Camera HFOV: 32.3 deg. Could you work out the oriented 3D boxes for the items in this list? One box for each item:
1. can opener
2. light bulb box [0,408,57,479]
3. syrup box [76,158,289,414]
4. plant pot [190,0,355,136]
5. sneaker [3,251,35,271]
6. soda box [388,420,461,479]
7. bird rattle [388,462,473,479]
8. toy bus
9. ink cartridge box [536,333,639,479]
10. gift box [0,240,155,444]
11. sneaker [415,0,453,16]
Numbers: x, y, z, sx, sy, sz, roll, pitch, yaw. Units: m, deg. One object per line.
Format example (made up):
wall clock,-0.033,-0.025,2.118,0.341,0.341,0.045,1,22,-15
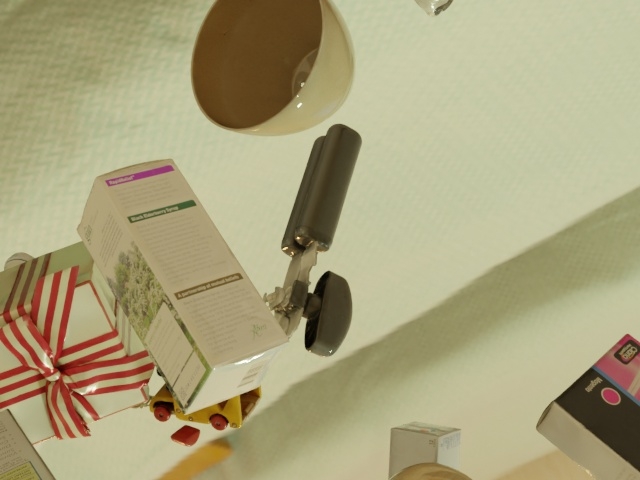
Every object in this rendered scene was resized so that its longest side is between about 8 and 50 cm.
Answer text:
can opener,0.000,0.000,1.259,0.093,0.280,0.074,23,153,-21
light bulb box,-0.476,0.443,1.408,0.358,0.361,0.225,-28,114,-20
syrup box,-0.140,0.041,1.089,0.096,0.237,0.093,-17,153,-36
plant pot,-0.051,-0.293,1.853,0.284,0.284,0.191,-36,148,25
sneaker,-0.527,0.131,2.201,0.258,0.091,0.094,35,122,-18
soda box,0.132,0.349,1.434,0.074,0.216,0.069,4,-178,33
bird rattle,0.123,0.367,1.306,0.254,0.206,0.143,15,150,-10
toy bus,-0.194,0.225,1.749,0.202,0.191,0.104,-14,116,-23
ink cartridge box,0.439,0.274,1.242,0.176,0.371,0.069,-31,154,-40
gift box,-0.402,0.146,1.753,0.276,0.258,0.255,-25,111,3
sneaker,0.147,-0.316,1.235,0.170,0.071,0.068,-41,166,-41
